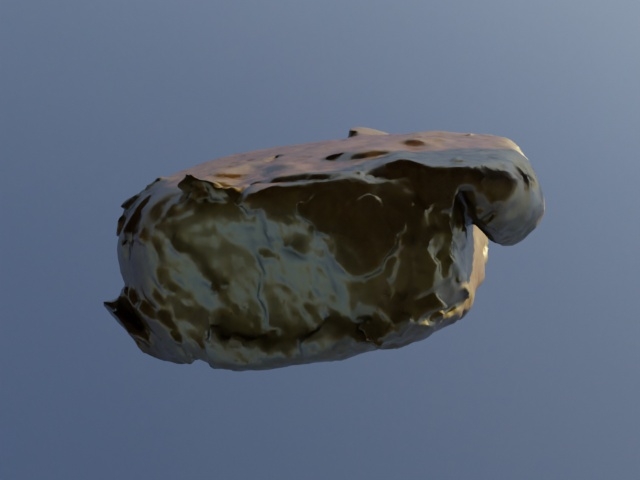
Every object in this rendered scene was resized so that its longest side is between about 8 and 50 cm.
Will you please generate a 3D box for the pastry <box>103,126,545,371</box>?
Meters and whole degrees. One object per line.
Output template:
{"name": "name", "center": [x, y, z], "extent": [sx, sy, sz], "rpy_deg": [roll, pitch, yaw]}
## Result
{"name": "pastry", "center": [0.000, 0.000, 0.574], "extent": [0.229, 0.100, 0.218], "rpy_deg": [-9, -169, -4]}
